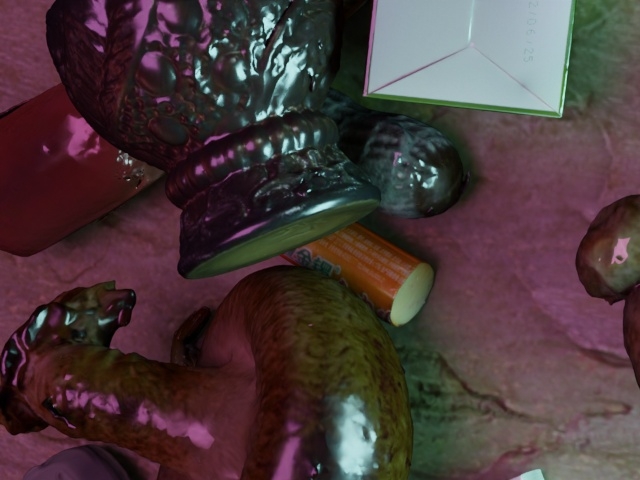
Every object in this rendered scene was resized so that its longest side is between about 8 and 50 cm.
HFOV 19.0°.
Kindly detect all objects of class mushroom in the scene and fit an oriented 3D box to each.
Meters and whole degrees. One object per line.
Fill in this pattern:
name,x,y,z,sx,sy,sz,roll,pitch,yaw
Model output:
mushroom,-0.088,0.164,1.787,0.331,0.356,0.334,-50,23,1

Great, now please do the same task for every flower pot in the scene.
flower pot,-0.081,-0.120,1.690,0.266,0.266,0.267,-26,80,31

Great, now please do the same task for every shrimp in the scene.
shrimp,-0.109,0.107,1.967,0.095,0.045,0.162,51,124,44

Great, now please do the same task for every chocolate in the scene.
chocolate,0.026,-0.086,1.821,0.248,0.110,0.110,18,102,34

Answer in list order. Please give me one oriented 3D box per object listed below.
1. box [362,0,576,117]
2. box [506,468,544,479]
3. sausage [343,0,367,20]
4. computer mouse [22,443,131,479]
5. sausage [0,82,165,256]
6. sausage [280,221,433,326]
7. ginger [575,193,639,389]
box,0.135,-0.215,1.689,0.177,0.148,0.195,6,97,2
box,0.184,0.301,1.773,0.100,0.048,0.152,-28,75,35
sausage,-0.041,-0.216,1.866,0.312,0.093,0.093,-38,72,29
computer mouse,-0.224,0.378,2.019,0.197,0.095,0.331,-37,64,28
sausage,-0.276,-0.080,1.995,0.280,0.152,0.152,-25,79,32
sausage,0.000,0.000,1.863,0.234,0.071,0.071,31,109,28
ginger,0.355,0.064,1.583,0.304,0.155,0.244,1,95,32
